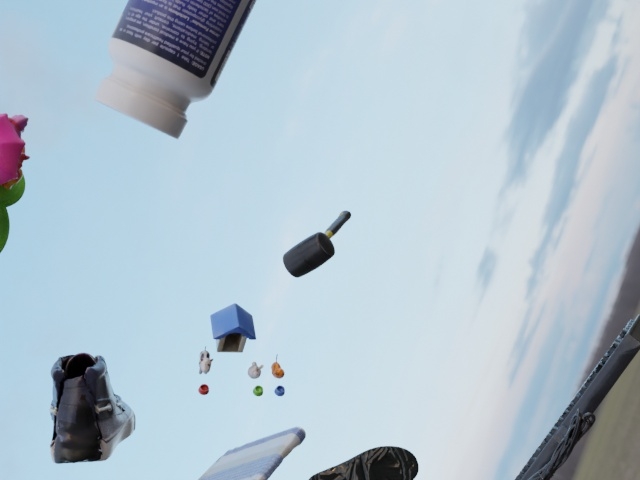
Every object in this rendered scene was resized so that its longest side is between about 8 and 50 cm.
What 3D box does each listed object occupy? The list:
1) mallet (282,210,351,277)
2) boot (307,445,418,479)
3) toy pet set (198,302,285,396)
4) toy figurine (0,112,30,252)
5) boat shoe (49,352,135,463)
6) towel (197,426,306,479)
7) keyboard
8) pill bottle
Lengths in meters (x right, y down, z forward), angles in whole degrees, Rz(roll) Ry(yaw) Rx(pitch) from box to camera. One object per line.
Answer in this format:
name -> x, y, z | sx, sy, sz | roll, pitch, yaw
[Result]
mallet -> 0.000, 0.000, 1.317 | 0.062, 0.039, 0.190 | -33, 6, 18
boot -> 0.040, 0.242, 1.022 | 0.099, 0.121, 0.045 | 69, -177, -74
toy pet set -> -0.109, 0.151, 1.395 | 0.065, 0.122, 0.114 | 110, 156, -44
toy figurine -> -0.329, -0.072, 0.987 | 0.159, 0.130, 0.173 | -40, 8, 44
boat shoe -> -0.383, 0.261, 1.703 | 0.340, 0.127, 0.158 | -164, 72, -82
towel -> -0.154, 0.398, 1.553 | 0.209, 0.034, 0.285 | -28, 10, 39
keyboard -> 0.312, 0.241, 1.285 | 0.317, 0.033, 0.201 | -62, -11, 21
pill bottle -> -0.190, -0.279, 1.343 | 0.265, 0.153, 0.153 | -65, -17, -1
